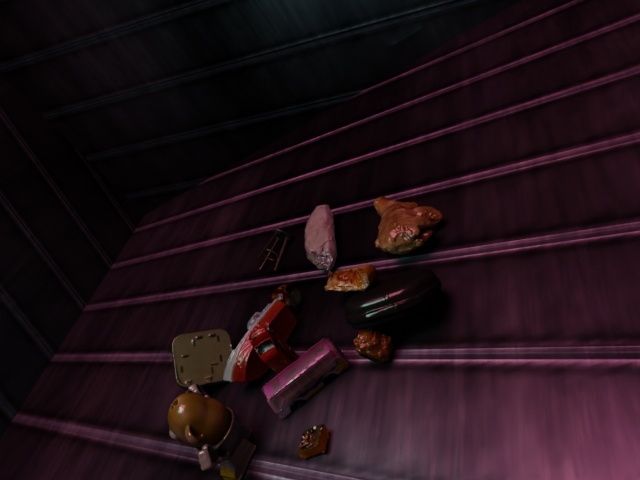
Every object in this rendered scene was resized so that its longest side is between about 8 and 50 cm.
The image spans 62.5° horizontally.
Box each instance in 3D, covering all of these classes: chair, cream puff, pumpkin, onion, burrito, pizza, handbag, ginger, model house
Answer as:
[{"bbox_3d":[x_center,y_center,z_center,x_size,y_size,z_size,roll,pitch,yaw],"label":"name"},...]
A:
[{"bbox_3d":[-0.211,0.030,2.376,0.104,0.095,0.222,1,46,34],"label":"chair"},{"bbox_3d":[0.158,0.304,1.551,0.115,0.122,0.094,21,66,14],"label":"cream puff"},{"bbox_3d":[-0.022,0.554,1.459,0.083,0.054,0.074,-30,25,28],"label":"pumpkin"},{"bbox_3d":[-0.137,0.225,2.009,0.118,0.119,0.117,-21,4,31],"label":"onion"},{"bbox_3d":[0.000,0.000,2.164,0.139,0.101,0.446,-27,31,15],"label":"burrito"},{"bbox_3d":[0.096,0.128,1.768,0.182,0.074,0.365,-14,0,-3],"label":"pizza"},{"bbox_3d":[0.211,0.174,1.575,0.307,0.093,0.253,-23,1,28],"label":"handbag"},{"bbox_3d":[0.297,-0.087,1.878,0.236,0.166,0.376,-36,33,26],"label":"ginger"},{"bbox_3d":[-0.460,0.470,2.043,0.279,0.218,0.205,129,133,-65],"label":"model house"}]

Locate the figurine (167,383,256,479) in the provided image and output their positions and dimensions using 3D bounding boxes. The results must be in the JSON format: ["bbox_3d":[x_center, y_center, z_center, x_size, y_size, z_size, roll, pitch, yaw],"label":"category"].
[{"bbox_3d":[-0.334,0.562,1.574,0.167,0.285,0.342,-49,31,-20],"label":"figurine"}]

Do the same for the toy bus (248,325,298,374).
[{"bbox_3d":[-0.152,0.367,1.726,0.081,0.195,0.089,-34,32,11],"label":"toy bus"}]

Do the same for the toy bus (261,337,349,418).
[{"bbox_3d":[-0.050,0.422,1.625,0.274,0.112,0.090,-39,36,1],"label":"toy bus"}]

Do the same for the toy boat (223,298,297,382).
[{"bbox_3d":[-0.228,0.364,1.868,0.133,0.145,0.332,5,49,41],"label":"toy boat"}]
